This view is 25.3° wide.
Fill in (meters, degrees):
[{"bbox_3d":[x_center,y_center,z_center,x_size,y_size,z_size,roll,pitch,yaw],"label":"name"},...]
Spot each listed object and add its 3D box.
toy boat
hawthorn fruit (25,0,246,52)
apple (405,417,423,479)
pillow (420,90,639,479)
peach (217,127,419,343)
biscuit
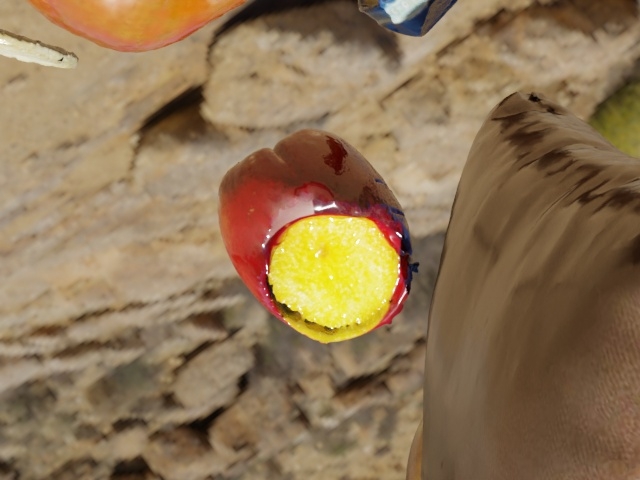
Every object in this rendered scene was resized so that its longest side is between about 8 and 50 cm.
[{"bbox_3d":[0.115,-0.320,1.542,0.114,0.115,0.262,-38,170,-40],"label":"toy boat"},{"bbox_3d":[-0.062,-0.144,0.534,0.133,0.133,0.138,-33,167,-38],"label":"hawthorn fruit"},{"bbox_3d":[0.202,0.227,1.318,0.246,0.246,0.226,-35,154,-21],"label":"apple"},{"bbox_3d":[0.095,0.112,0.529,0.108,0.307,0.305,-1,-168,-3],"label":"pillow"},{"bbox_3d":[0.000,0.000,1.485,0.190,0.226,0.196,-29,176,-36],"label":"peach"},{"bbox_3d":[-0.280,-0.170,1.213,0.152,0.152,0.020,-2,108,-83],"label":"biscuit"}]
